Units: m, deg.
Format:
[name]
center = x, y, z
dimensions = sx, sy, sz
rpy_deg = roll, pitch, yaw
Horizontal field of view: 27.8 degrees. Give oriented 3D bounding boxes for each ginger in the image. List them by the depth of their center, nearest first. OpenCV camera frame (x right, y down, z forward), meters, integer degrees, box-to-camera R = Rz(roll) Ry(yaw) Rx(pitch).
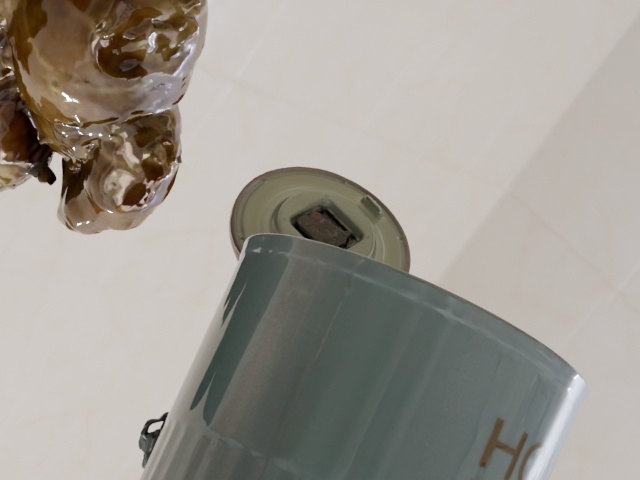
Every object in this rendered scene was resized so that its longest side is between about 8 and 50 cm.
[ginger]
center = -0.240, -0.154, 1.091
dimensions = 0.357, 0.274, 0.152
rpy_deg = 19, -140, 27

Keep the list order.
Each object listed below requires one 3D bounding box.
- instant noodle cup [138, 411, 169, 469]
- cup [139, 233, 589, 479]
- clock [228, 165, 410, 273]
[instant noodle cup]
center = -0.131, 0.306, 1.711
dimensions = 0.208, 0.178, 0.125
rpy_deg = 13, -175, -24
[cup]
center = -0.005, 0.196, 0.898
dimensions = 0.256, 0.311, 0.331
rpy_deg = 26, 167, -3
[clock]
center = 0.001, -0.001, 1.665
dimensions = 0.244, 0.056, 0.244
rpy_deg = 11, -130, -13
